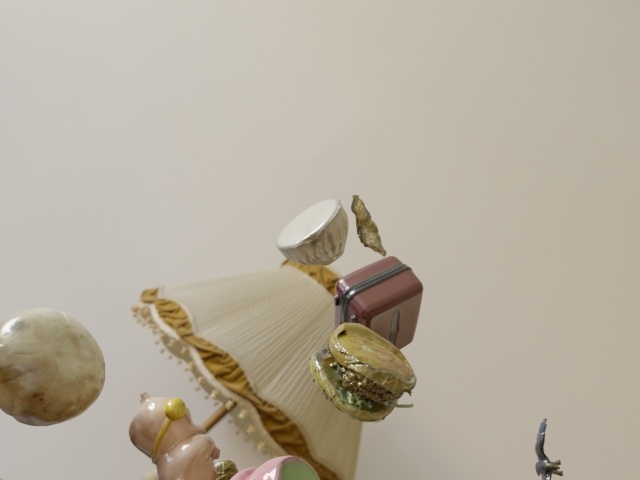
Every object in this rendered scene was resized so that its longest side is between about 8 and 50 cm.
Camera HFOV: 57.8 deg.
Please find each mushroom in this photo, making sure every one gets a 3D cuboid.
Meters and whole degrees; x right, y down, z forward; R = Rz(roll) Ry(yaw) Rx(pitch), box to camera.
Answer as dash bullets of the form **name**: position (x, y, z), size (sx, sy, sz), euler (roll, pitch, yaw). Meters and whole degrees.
- **mushroom**: position (-0.548, 0.248, 1.143), size (0.184, 0.255, 0.254), euler (-29, -73, 28)

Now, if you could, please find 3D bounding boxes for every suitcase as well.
- **suitcase**: position (0.160, 0.204, 1.642), size (0.161, 0.236, 0.297), euler (49, -27, 37)

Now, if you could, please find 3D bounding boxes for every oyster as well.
- **oyster**: position (0.095, -0.040, 1.296), size (0.121, 0.045, 0.146), euler (45, 29, -35)

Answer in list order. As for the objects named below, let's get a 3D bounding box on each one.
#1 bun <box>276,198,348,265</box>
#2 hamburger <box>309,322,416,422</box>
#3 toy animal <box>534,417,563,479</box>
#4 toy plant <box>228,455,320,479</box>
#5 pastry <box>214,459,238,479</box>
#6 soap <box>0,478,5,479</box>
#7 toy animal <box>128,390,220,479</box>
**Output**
- **bun**: position (0.000, 0.000, 1.932), size (0.175, 0.263, 0.263), euler (54, -19, -21)
- **hamburger**: position (0.073, 0.230, 0.979), size (0.185, 0.113, 0.177), euler (39, 11, 15)
- **toy animal**: position (0.523, 0.524, 1.337), size (0.062, 0.220, 0.108), euler (-6, -23, 24)
- **toy plant**: position (-0.182, 0.645, 1.387), size (0.356, 0.210, 0.317), euler (-31, -59, 30)
- **pastry**: position (-0.287, 0.695, 1.701), size (0.057, 0.097, 0.109), euler (51, -48, 41)
- **soap**: position (-0.743, 0.727, 1.446), size (0.325, 0.096, 0.204), euler (19, -62, 6)
- **toy animal**: position (-0.313, 0.428, 1.233), size (0.248, 0.149, 0.165), euler (55, -17, 19)
